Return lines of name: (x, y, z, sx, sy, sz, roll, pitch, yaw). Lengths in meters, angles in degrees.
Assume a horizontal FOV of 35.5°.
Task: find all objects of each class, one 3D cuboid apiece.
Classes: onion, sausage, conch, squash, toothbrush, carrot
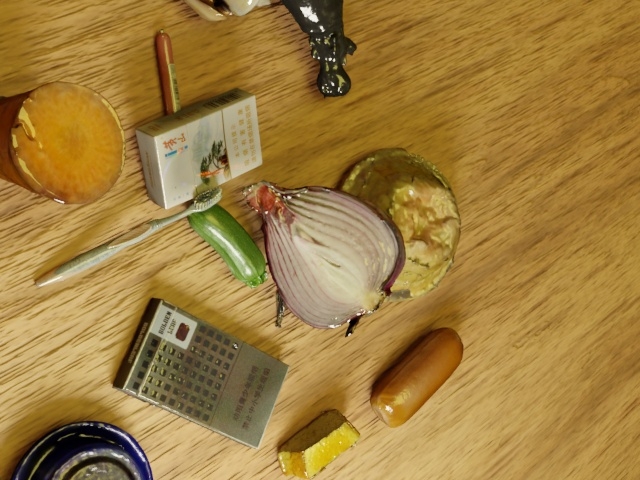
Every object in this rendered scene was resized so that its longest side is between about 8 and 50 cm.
onion: (0.000, 0.000, 1.978, 0.267, 0.159, 0.349, -43, 90, 5)
sausage: (-0.278, -0.280, 1.850, 0.029, 0.029, 0.223, -11, 96, -37)
conch: (-0.206, -0.508, 1.870, 0.255, 0.127, 0.158, 35, 103, -10)
squash: (-0.173, 0.004, 1.905, 0.219, 0.068, 0.077, 53, 54, -24)
toothbrush: (-0.334, -0.007, 1.776, 0.375, 0.037, 0.028, -29, 75, -22)
carrot: (-0.454, -0.148, 1.579, 0.196, 0.254, 0.196, -2, 92, -42)
sausage: (0.215, 0.295, 2.179, 0.274, 0.105, 0.105, -41, 113, -30)

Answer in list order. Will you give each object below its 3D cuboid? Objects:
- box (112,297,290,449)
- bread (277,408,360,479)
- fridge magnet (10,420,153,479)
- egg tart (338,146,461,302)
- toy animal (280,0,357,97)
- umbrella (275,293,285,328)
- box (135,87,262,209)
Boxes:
box: (-0.216, 0.255, 1.884, 0.325, 0.047, 0.180, 32, 71, -32)
bread: (0.001, 0.406, 2.015, 0.187, 0.103, 0.065, -29, 105, -29)
fridge magnet: (-0.402, 0.441, 1.701, 0.265, 0.112, 0.266, 2, 86, -37)
egg tart: (0.186, -0.032, 2.133, 0.352, 0.150, 0.352, 3, 84, -36)
toy animal: (-0.006, -0.462, 1.994, 0.343, 0.106, 0.168, 61, 36, -32)
umbrella: (-0.079, 0.136, 2.008, 0.031, 0.020, 0.083, 16, 78, -76)
box: (-0.220, -0.173, 1.845, 0.233, 0.067, 0.149, -29, 127, -33)
